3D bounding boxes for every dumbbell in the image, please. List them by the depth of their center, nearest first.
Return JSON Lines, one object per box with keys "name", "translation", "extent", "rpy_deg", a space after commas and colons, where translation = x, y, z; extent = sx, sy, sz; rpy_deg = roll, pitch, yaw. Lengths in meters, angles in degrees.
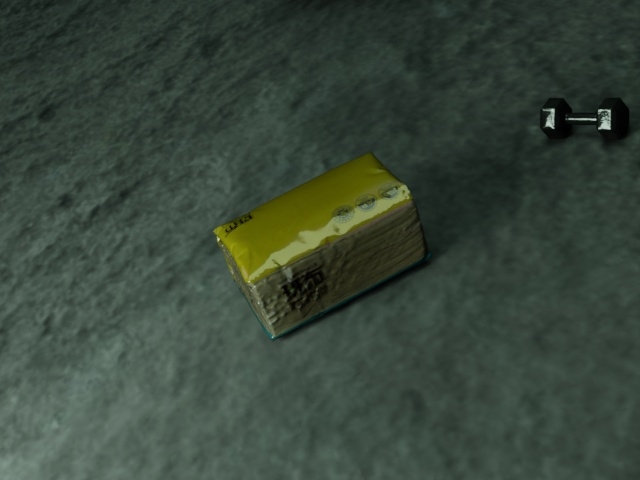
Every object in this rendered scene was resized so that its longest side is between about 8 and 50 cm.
{"name": "dumbbell", "translation": [0.249, -0.115, 1.292], "extent": [0.083, 0.040, 0.036], "rpy_deg": [4, 8, 37]}

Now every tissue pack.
{"name": "tissue pack", "translation": [0.000, 0.000, 1.236], "extent": [0.169, 0.082, 0.120], "rpy_deg": [-27, 31, -6]}
